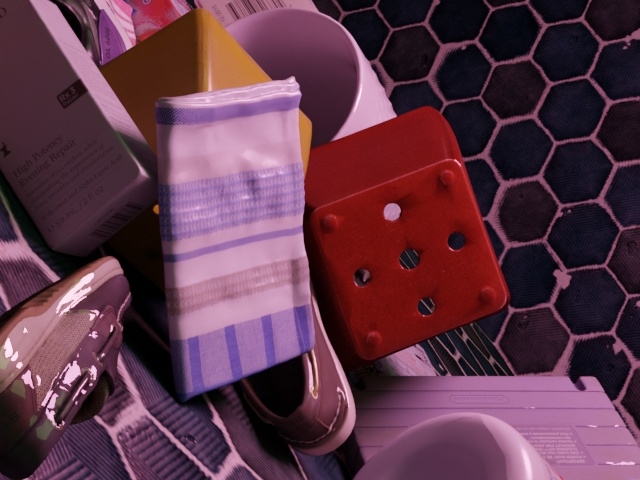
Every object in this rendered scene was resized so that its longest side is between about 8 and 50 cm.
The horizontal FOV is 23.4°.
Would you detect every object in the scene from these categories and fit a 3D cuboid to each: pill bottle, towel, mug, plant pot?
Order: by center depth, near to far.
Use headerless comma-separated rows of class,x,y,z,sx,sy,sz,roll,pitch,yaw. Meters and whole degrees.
towel,-0.077,-0.007,1.465,0.209,0.034,0.285,-15,104,-54
pill bottle,0.209,0.369,1.526,0.408,0.229,0.229,47,11,-33
plant pot,-0.140,-0.069,1.602,0.212,0.212,0.187,45,26,-40
plant pot,0.080,0.012,1.794,0.236,0.267,0.267,-146,-144,-79
towel,-0.255,-0.256,2.001,0.144,0.029,0.197,67,5,-67
mug,-0.021,-0.069,2.079,0.328,0.276,0.374,54,35,-55

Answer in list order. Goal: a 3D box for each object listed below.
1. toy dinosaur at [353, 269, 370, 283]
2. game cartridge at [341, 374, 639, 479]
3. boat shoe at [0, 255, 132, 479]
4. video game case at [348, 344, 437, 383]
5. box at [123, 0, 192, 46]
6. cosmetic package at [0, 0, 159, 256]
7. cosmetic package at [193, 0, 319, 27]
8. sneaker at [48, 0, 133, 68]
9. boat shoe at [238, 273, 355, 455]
toy dinosaur,0.000,0.000,2.373,0.160,0.121,0.313,36,20,-23
game cartridge,0.200,0.245,1.833,0.355,0.068,0.230,2,33,-15
boat shoe,-0.186,0.086,1.064,0.092,0.103,0.285,57,12,-6
video game case,0.118,0.224,2.068,0.269,0.061,0.244,40,22,-59
box,-0.251,-0.310,2.171,0.257,0.122,0.128,58,9,28
cosmetic package,-0.249,-0.111,1.434,0.231,0.117,0.085,54,9,15
cosmetic package,-0.080,-0.269,2.312,0.129,0.153,0.296,58,-10,24
sneaker,-0.331,-0.307,1.842,0.283,0.107,0.124,53,15,6
boat shoe,-0.065,0.078,1.655,0.097,0.116,0.324,44,18,-57
